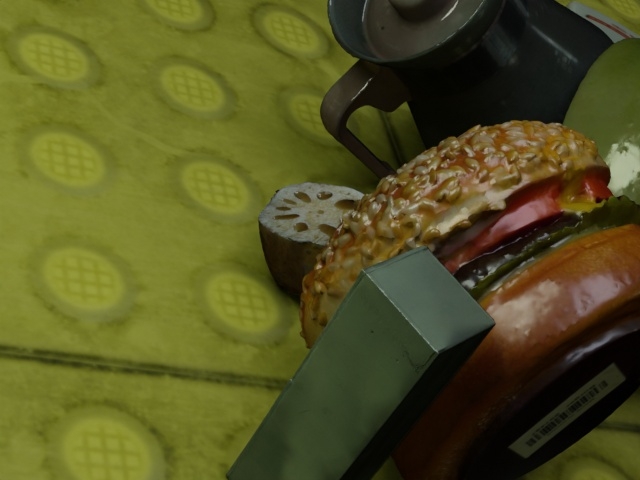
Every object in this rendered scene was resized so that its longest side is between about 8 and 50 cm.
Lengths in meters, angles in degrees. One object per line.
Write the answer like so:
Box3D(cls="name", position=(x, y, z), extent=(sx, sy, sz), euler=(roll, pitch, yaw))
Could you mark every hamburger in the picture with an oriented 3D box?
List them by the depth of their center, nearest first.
Box3D(cls="hamburger", position=(0.153, 0.053, 1.232), extent=(0.330, 0.330, 0.250), euler=(-11, 54, -43))

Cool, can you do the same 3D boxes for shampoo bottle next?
Box3D(cls="shampoo bottle", position=(0.375, -0.228, 1.915), extent=(0.153, 0.071, 0.284), euler=(32, 37, 1))

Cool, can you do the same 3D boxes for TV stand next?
Box3D(cls="TV stand", position=(0.025, 0.130, 1.097), extent=(0.083, 0.269, 0.088), euler=(-21, 62, -46))

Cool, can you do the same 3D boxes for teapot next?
Box3D(cls="teapot", position=(0.159, -0.185, 1.516), extent=(0.344, 0.300, 0.253), euler=(38, 9, -49))

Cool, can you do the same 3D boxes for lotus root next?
Box3D(cls="lotus root", position=(0.003, 0.000, 1.357), extent=(0.112, 0.081, 0.122), euler=(7, 30, 21))

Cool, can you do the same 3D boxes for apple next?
Box3D(cls="apple", position=(0.399, -0.045, 1.514), extent=(0.312, 0.360, 0.320), euler=(7, 0, 5))
